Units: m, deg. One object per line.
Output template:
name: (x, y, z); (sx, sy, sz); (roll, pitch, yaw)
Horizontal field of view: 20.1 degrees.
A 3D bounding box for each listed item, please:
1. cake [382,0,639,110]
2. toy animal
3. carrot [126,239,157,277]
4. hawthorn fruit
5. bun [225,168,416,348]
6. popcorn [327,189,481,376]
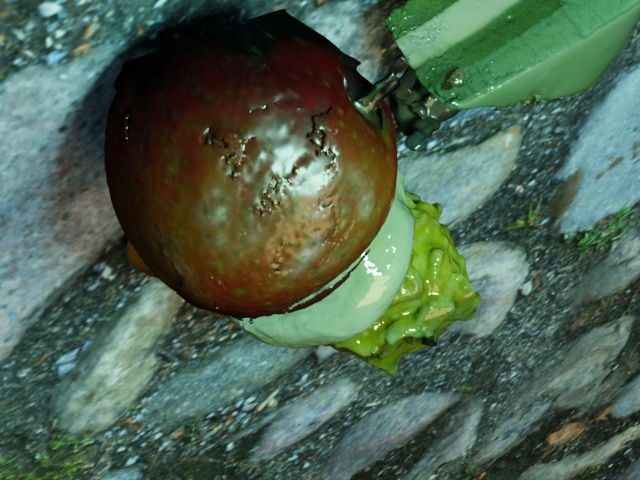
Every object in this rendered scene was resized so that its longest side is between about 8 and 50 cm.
cake: (0.219, -0.255, 1.967); (0.283, 0.158, 0.172); (-16, 151, -48)
toy animal: (0.150, -0.172, 2.128); (0.232, 0.084, 0.148); (-43, 166, -2)
carrot: (-0.157, 0.035, 2.098); (0.061, 0.061, 0.209); (-41, 157, 3)
hawthorn fruit: (-0.075, -0.080, 1.793); (0.316, 0.316, 0.316); (-30, 150, -19)
bun: (0.000, 0.000, 2.046); (0.259, 0.259, 0.160); (-52, 155, 21)
popcorn: (0.080, 0.058, 2.235); (0.249, 0.225, 0.249); (-32, 157, -16)
